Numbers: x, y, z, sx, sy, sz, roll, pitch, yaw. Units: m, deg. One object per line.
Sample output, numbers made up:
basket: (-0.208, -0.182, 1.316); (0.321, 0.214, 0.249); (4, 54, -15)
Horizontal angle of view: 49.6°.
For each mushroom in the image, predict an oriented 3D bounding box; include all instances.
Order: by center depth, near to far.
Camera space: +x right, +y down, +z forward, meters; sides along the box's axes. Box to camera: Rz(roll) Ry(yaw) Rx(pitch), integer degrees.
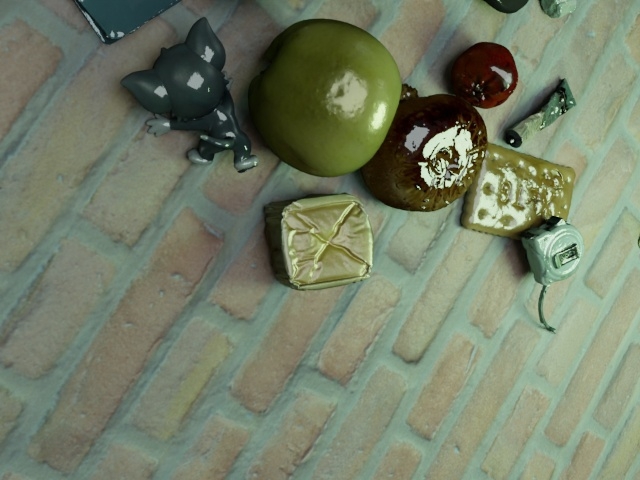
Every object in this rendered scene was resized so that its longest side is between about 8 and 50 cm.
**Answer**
mushroom: (0.221, -0.195, 1.463); (0.297, 0.163, 0.278); (-21, 106, -22)

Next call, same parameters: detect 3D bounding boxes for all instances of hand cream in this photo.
hand cream: (0.532, -0.302, 1.684); (0.248, 0.052, 0.075); (-40, 135, -24)

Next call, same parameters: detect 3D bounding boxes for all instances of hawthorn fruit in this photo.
hawthorn fruit: (0.369, -0.376, 1.544); (0.148, 0.148, 0.172); (49, 47, -23)

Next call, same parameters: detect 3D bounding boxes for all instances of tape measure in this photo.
tape measure: (0.595, 0.098, 1.711); (0.164, 0.084, 0.330); (-29, 114, -9)

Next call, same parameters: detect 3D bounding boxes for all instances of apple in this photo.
apple: (0.006, -0.268, 1.293); (0.254, 0.292, 0.292); (26, 84, -23)

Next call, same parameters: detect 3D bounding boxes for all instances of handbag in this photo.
handbag: (-0.325, -0.457, 1.212); (0.221, 0.057, 0.144); (-42, 108, -17)

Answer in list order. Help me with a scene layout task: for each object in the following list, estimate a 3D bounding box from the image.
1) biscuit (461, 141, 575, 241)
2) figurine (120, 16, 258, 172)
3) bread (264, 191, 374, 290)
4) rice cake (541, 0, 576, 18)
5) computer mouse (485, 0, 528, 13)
biscuit: (0.489, -0.106, 1.681); (0.324, 0.044, 0.217); (12, 89, -28)
figurine: (-0.221, -0.229, 1.248); (0.193, 0.140, 0.265); (-29, 94, -4)
bread: (-0.002, 0.000, 1.401); (0.209, 0.109, 0.192); (-12, 95, -26)
rice cake: (0.540, -0.625, 1.633); (0.069, 0.063, 0.206); (-34, 109, -14)
computer mouse: (0.373, -0.612, 1.522); (0.269, 0.086, 0.138); (36, 88, -43)
